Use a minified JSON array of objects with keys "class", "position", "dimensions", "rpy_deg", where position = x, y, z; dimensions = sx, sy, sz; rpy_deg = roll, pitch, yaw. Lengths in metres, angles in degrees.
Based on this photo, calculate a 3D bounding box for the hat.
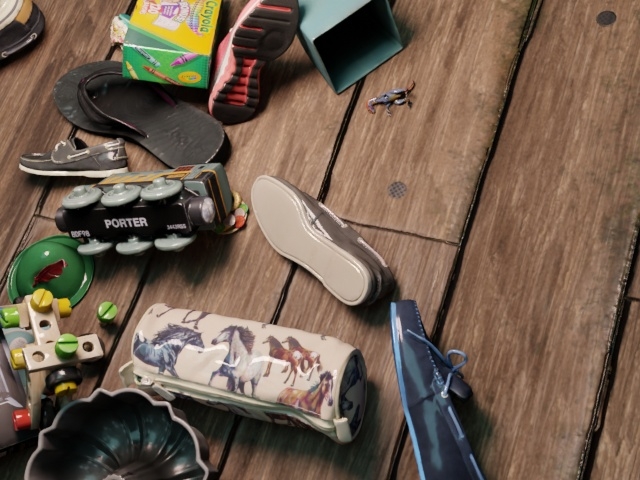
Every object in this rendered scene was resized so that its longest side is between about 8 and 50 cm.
[{"class":"hat","position":[-0.533,0.032,1.778],"dimensions":[0.208,0.183,0.173],"rpy_deg":[-15,64,8]}]

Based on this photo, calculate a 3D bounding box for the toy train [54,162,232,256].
[{"class":"toy train","position":[-0.324,-0.063,1.769],"dimensions":[0.334,0.142,0.190],"rpy_deg":[-3,23,25]}]

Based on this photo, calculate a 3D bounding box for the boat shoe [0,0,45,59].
[{"class":"boat shoe","position":[-0.819,-0.417,2.087],"dimensions":[0.500,0.156,0.187],"rpy_deg":[-22,67,18]}]

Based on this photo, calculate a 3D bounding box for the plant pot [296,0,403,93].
[{"class":"plant pot","position":[0.015,-0.447,1.871],"dimensions":[0.165,0.165,0.234],"rpy_deg":[-36,56,-3]}]

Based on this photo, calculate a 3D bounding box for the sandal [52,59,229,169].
[{"class":"sandal","position":[-0.372,-0.272,1.916],"dimensions":[0.446,0.107,0.167],"rpy_deg":[25,74,26]}]

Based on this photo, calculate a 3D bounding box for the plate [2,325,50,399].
[{"class":"plate","position":[-0.572,0.230,1.789],"dimensions":[0.188,0.024,0.188],"rpy_deg":[-6,65,13]}]

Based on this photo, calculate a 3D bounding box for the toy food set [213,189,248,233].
[{"class":"toy food set","position":[-0.177,-0.050,1.813],"dimensions":[0.083,0.020,0.082],"rpy_deg":[-32,62,-1]}]

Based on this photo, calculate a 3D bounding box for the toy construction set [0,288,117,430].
[{"class":"toy construction set","position":[-0.498,0.164,1.595],"dimensions":[0.309,0.237,0.257],"rpy_deg":[15,59,-18]}]

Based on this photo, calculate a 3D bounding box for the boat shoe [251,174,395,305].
[{"class":"boat shoe","position":[0.000,0.000,1.716],"dimensions":[0.335,0.095,0.112],"rpy_deg":[44,119,31]}]

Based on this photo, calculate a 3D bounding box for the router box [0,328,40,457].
[{"class":"router box","position":[-0.661,0.253,1.673],"dimensions":[0.243,0.081,0.309],"rpy_deg":[-17,73,-28]}]

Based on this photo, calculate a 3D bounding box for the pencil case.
[{"class":"pencil case","position":[-0.118,0.223,1.589],"dimensions":[0.410,0.160,0.183],"rpy_deg":[10,44,19]}]

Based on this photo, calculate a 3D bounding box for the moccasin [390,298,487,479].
[{"class":"moccasin","position":[0.190,0.257,1.529],"dimensions":[0.117,0.138,0.342],"rpy_deg":[-13,77,4]}]

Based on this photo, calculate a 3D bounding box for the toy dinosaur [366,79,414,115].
[{"class":"toy dinosaur","position":[0.131,-0.270,1.833],"dimensions":[0.082,0.047,0.090],"rpy_deg":[3,33,26]}]

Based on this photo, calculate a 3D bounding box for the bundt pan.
[{"class":"bundt pan","position":[-0.311,0.406,1.558],"dimensions":[0.331,0.124,0.331],"rpy_deg":[-3,79,16]}]

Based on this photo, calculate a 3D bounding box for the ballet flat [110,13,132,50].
[{"class":"ballet flat","position":[-0.353,-0.396,1.998],"dimensions":[0.241,0.091,0.077],"rpy_deg":[36,109,30]}]

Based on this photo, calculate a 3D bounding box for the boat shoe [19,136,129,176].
[{"class":"boat shoe","position":[-0.493,-0.169,1.905],"dimensions":[0.233,0.084,0.079],"rpy_deg":[1,107,15]}]

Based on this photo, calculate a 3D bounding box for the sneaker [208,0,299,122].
[{"class":"sneaker","position":[-0.148,-0.379,1.831],"dimensions":[0.314,0.116,0.136],"rpy_deg":[-56,39,37]}]

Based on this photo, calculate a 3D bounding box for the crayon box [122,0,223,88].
[{"class":"crayon box","position":[-0.288,-0.419,1.898],"dimensions":[0.165,0.081,0.278],"rpy_deg":[7,42,-5]}]
